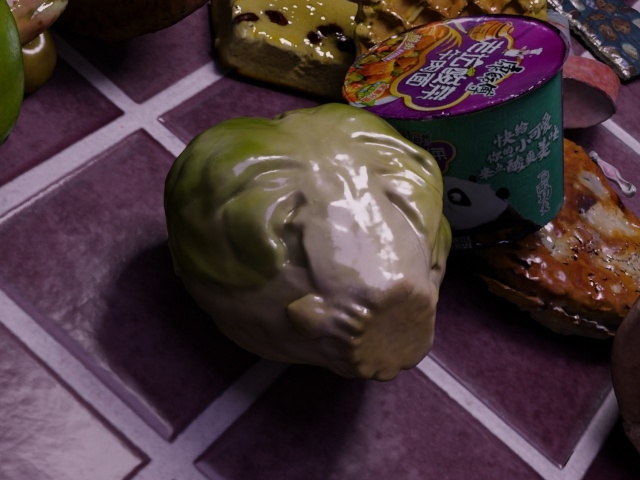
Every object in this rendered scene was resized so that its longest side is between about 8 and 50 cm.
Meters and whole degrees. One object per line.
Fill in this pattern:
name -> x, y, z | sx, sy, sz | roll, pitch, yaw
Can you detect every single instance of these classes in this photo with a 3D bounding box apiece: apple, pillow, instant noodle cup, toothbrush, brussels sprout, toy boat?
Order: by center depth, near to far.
brussels sprout -> 0.002, -0.004, 1.148 | 0.316, 0.243, 0.273 | 35, 23, 21
apple -> -0.327, -0.202, 1.261 | 0.089, 0.074, 0.090 | 12, 68, -32
instant noodle cup -> 0.164, -0.115, 1.311 | 0.251, 0.190, 0.251 | -11, 32, 7
toothbrush -> 0.382, -0.089, 1.545 | 0.022, 0.017, 0.204 | 37, 13, -11
toy boat -> 0.324, -0.271, 1.694 | 0.206, 0.096, 0.282 | 9, 40, -2
pillow -> 0.447, -0.362, 1.876 | 0.255, 0.034, 0.189 | 45, 43, 15

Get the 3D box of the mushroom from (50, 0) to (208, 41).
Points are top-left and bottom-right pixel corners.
mushroom -> -0.238, -0.369, 1.374 | 0.331, 0.356, 0.334 | 19, 74, 0

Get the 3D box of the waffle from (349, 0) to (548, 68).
waffle -> 0.161, -0.233, 1.433 | 0.291, 0.291, 0.051 | 19, 7, -14

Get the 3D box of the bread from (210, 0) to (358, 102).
bread -> 0.039, -0.240, 1.500 | 0.361, 0.077, 0.138 | 13, 47, -20

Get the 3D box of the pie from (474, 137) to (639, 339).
pie -> 0.288, 0.000, 1.426 | 0.308, 0.085, 0.308 | 17, 45, -17

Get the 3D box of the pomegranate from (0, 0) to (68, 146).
pomegranate -> -0.364, -0.183, 1.116 | 0.236, 0.236, 0.302 | 40, 42, 7

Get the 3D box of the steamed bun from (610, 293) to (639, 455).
steamed bun -> 0.433, 0.150, 1.296 | 0.251, 0.199, 0.301 | -43, 115, -58
